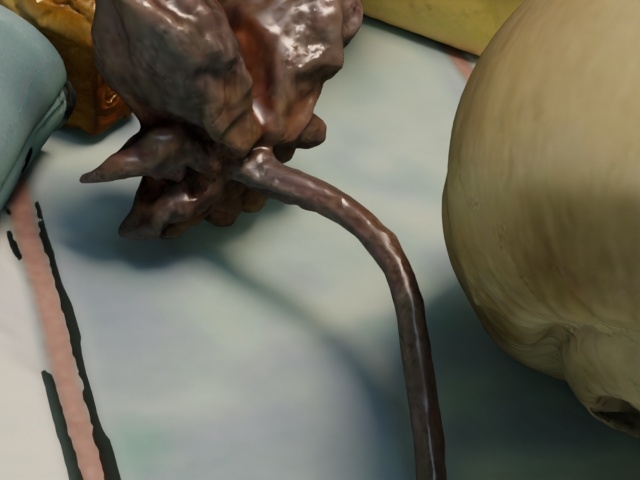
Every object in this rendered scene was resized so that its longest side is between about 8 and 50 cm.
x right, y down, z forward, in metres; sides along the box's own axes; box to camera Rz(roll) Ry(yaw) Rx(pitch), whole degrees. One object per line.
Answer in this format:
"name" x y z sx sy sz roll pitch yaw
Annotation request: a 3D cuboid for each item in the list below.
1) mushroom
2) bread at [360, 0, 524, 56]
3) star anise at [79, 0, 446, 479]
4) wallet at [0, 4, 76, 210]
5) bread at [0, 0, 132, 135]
"mushroom" 0.146 0.028 0.419 0.260 0.254 0.234 22 79 -27
"bread" 0.110 -0.150 0.720 0.264 0.163 0.168 -4 38 23
"star anise" 0.000 0.000 0.433 0.227 0.148 0.218 32 83 32
"wallet" -0.202 -0.012 0.414 0.176 0.075 0.250 23 40 -5
"bread" -0.128 -0.102 0.544 0.132 0.074 0.053 30 51 17
